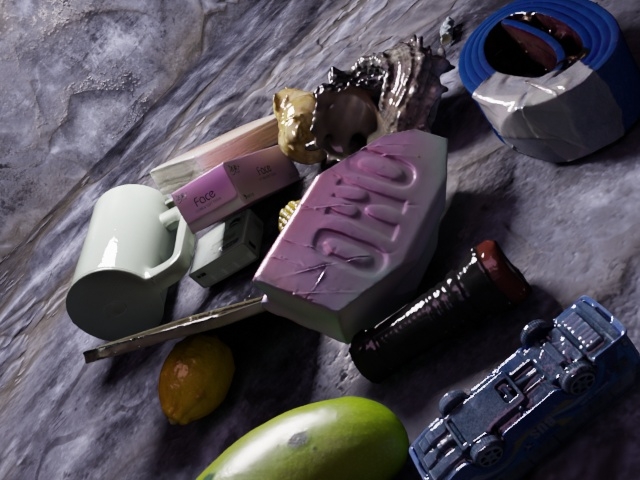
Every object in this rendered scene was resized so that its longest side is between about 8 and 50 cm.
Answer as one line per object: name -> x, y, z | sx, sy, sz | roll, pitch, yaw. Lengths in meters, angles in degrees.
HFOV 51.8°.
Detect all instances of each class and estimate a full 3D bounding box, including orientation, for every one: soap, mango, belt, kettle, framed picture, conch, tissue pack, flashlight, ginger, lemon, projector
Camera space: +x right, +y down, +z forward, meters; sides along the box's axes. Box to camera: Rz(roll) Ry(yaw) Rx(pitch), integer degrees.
soap -> 0.068, -0.017, 0.939 | 0.192, 0.109, 0.324 | 22, 61, 18
mango -> -0.035, 0.280, 0.738 | 0.293, 0.143, 0.175 | -35, 31, -4
belt -> 0.330, -0.252, 0.984 | 0.212, 0.117, 0.347 | -34, 31, 13
kettle -> -0.394, 0.040, 1.439 | 0.264, 0.205, 0.318 | -3, 35, -3
framed picture -> -0.192, 0.132, 1.076 | 0.335, 0.022, 0.247 | -19, -2, 37
conch -> 0.118, -0.230, 1.184 | 0.313, 0.186, 0.241 | -36, 42, 5
tissue pack -> -0.216, -0.206, 1.511 | 0.170, 0.071, 0.325 | -11, 19, 42
flashlight -> 0.142, 0.097, 0.813 | 0.232, 0.093, 0.093 | -39, 29, 19
ginger -> -0.026, -0.236, 1.352 | 0.267, 0.152, 0.138 | -107, 29, -67
lemon -> -0.196, 0.216, 1.033 | 0.114, 0.114, 0.155 | -13, 47, 42
tissue pack -> -0.160, -0.110, 1.321 | 0.148, 0.093, 0.246 | -25, 4, 28
projector -> -0.185, 0.019, 1.322 | 0.147, 0.061, 0.115 | -29, 34, 24

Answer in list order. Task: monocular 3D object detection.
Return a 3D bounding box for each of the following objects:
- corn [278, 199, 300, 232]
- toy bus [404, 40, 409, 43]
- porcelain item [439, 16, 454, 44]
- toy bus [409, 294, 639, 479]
corn -> 0.000, 0.000, 1.101 | 0.086, 0.086, 0.288 | -44, 32, -1
toy bus -> 0.144, -0.326, 1.359 | 0.192, 0.065, 0.077 | -56, 25, -21
porcelain item -> 0.267, -0.441, 1.385 | 0.036, 0.028, 0.083 | 117, 173, -45
toy bus -> 0.198, 0.162, 0.642 | 0.236, 0.094, 0.079 | -42, 36, 7
